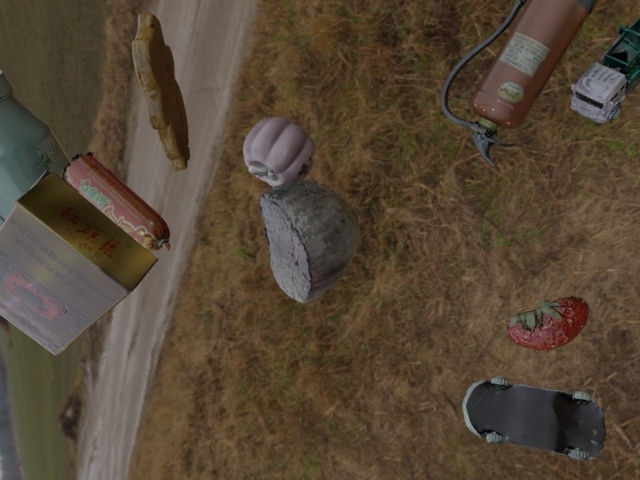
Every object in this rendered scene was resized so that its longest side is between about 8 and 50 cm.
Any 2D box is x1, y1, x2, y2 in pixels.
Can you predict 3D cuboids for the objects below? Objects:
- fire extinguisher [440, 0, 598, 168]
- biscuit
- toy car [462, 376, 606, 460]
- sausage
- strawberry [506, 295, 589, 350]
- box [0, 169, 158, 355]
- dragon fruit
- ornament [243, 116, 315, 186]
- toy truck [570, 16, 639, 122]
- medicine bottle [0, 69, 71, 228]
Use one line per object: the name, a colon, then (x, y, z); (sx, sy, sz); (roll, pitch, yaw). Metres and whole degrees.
fire extinguisher: (0.376, -0.344, 1.019); (0.376, 0.113, 0.200); (-63, 32, 15)
biscuit: (-0.255, -0.231, 0.840); (0.248, 0.035, 0.184); (86, 177, -55)
toy car: (0.316, 0.264, 0.773); (0.056, 0.205, 0.095); (69, -149, -69)
sausage: (-0.367, -0.064, 0.962); (0.264, 0.083, 0.083); (38, 132, 17)
strawberry: (0.434, 0.164, 0.971); (0.147, 0.187, 0.082); (-29, 63, 42)
box: (-0.329, 0.040, 0.640); (0.159, 0.071, 0.240); (43, 130, -18)
dragon fruit: (0.000, 0.000, 1.232); (0.204, 0.221, 0.282); (31, 136, 42)
ornament: (-0.106, -0.210, 1.277); (0.177, 0.178, 0.177); (20, 114, 54)
toy truck: (0.605, -0.354, 1.039); (0.216, 0.116, 0.110); (-48, 59, 2)
medicine bottle: (-0.723, -0.204, 1.155); (0.245, 0.245, 0.289); (34, 150, 48)
